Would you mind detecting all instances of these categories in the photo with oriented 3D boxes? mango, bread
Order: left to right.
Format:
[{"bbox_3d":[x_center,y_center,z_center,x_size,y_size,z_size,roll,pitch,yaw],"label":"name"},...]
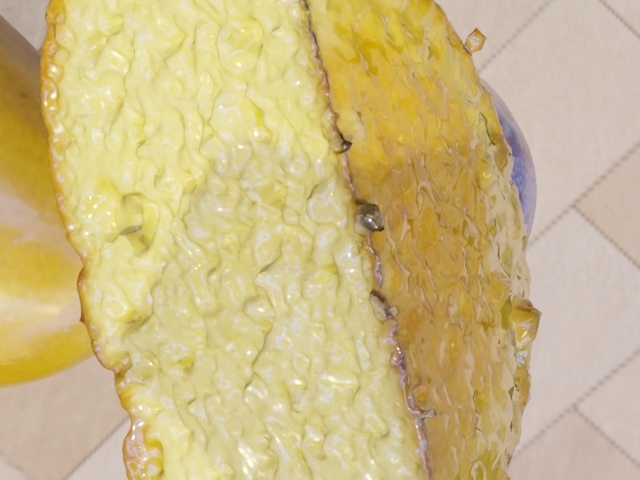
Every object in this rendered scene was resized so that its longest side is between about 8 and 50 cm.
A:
[{"bbox_3d":[-0.327,-0.055,1.265,0.446,0.232,0.300,34,72,9],"label":"mango"},{"bbox_3d":[0.000,0.000,0.767,0.194,0.179,0.340,-10,95,38],"label":"bread"}]

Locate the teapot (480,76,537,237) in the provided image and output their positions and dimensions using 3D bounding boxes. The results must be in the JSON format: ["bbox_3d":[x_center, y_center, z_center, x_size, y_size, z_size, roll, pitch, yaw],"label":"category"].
[{"bbox_3d":[0.058,-0.022,1.419,0.252,0.280,0.424,19,149,7],"label":"teapot"}]
